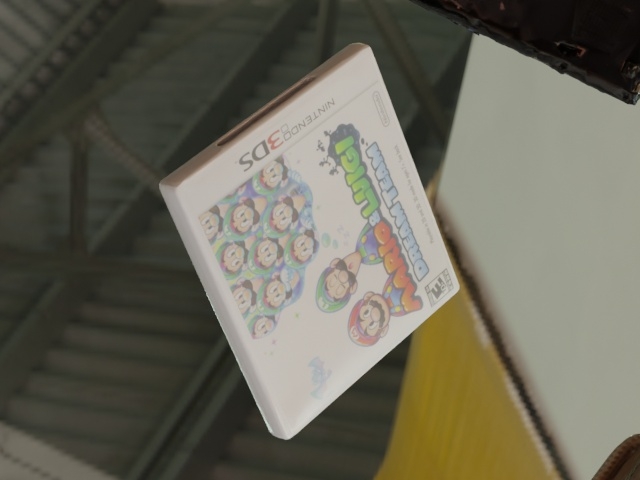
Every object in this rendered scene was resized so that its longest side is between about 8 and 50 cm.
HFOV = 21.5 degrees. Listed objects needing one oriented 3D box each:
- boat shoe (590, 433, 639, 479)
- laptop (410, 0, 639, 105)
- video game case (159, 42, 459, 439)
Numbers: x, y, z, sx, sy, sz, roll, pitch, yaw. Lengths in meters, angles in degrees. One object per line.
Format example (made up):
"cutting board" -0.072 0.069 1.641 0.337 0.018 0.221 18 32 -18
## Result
"boat shoe" 0.126 0.099 0.513 0.324 0.116 0.123 -44 -86 -21
"laptop" 0.209 -0.209 1.077 0.264 0.234 0.136 24 -174 -5
"video game case" 0.000 0.000 0.873 0.143 0.157 0.019 -39 -149 -30
